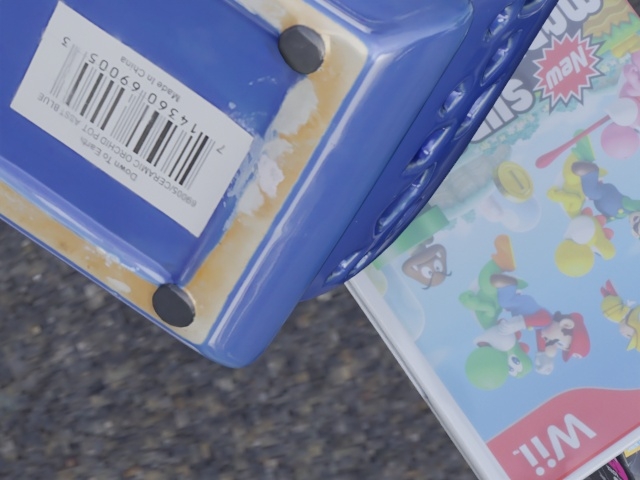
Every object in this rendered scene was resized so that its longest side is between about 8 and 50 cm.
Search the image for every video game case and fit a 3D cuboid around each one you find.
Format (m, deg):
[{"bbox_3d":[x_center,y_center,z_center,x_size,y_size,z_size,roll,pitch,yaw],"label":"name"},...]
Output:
[{"bbox_3d":[0.099,-0.031,0.944,0.204,0.025,0.285,-33,80,-9],"label":"video game case"}]

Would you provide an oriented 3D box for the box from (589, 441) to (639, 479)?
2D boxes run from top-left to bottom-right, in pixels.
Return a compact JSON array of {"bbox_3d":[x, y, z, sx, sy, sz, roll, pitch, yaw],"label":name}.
[{"bbox_3d":[0.242,0.088,1.319,0.163,0.247,0.142,-30,106,-5],"label":"box"}]

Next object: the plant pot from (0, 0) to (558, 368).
[{"bbox_3d":[-0.042,-0.100,0.780,0.236,0.236,0.212,35,35,3],"label":"plant pot"}]
